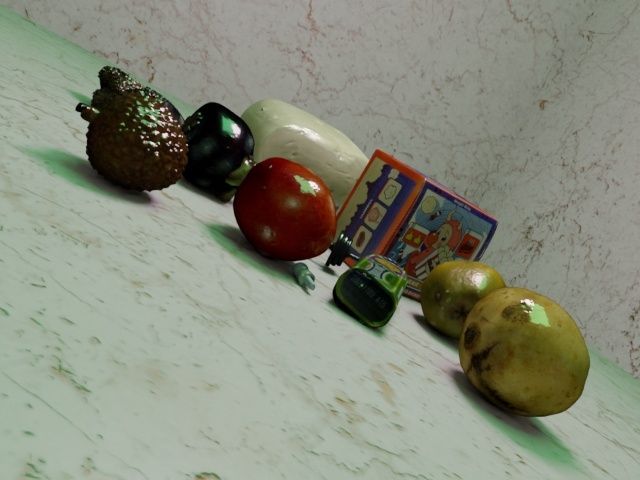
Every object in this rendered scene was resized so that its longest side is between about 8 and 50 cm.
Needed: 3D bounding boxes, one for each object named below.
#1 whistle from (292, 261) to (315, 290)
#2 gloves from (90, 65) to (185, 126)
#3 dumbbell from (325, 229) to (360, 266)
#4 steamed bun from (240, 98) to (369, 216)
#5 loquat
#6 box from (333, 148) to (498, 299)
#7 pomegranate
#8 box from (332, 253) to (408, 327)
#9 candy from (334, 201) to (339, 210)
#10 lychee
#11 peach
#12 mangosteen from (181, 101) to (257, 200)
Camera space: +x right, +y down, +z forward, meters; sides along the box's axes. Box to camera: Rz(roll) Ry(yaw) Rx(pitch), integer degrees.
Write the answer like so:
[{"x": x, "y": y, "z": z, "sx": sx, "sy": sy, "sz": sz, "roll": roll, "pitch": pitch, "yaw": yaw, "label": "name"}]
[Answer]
[{"x": -0.032, "y": 0.072, "z": 1.280, "sx": 0.035, "sy": 0.035, "sz": 0.100, "roll": 25, "pitch": 12, "yaw": -30, "label": "whistle"}, {"x": -0.539, "y": -0.396, "z": 1.839, "sx": 0.312, "sy": 0.135, "sz": 0.210, "roll": 37, "pitch": 11, "yaw": 33, "label": "gloves"}, {"x": 0.000, "y": 0.000, "z": 1.530, "sx": 0.209, "sy": 0.099, "sz": 0.099, "roll": 26, "pitch": 10, "yaw": 1, "label": "dumbbell"}, {"x": -0.058, "y": -0.246, "z": 2.086, "sx": 0.456, "sy": 0.289, "sz": 0.371, "roll": 22, "pitch": 18, "yaw": -31, "label": "steamed bun"}, {"x": 0.360, "y": 0.143, "z": 1.578, "sx": 0.214, "sy": 0.213, "sz": 0.246, "roll": 31, "pitch": 16, "yaw": 5, "label": "loquat"}, {"x": 0.261, "y": -0.027, "z": 1.809, "sx": 0.349, "sy": 0.318, "sz": 0.257, "roll": 24, "pitch": 11, "yaw": -39, "label": "box"}, {"x": 0.396, "y": 0.214, "z": 1.243, "sx": 0.261, "sy": 0.260, "sz": 0.260, "roll": 30, "pitch": 10, "yaw": -6, "label": "pomegranate"}, {"x": 0.121, "y": 0.100, "z": 1.408, "sx": 0.134, "sy": 0.097, "sz": 0.345, "roll": 32, "pitch": 10, "yaw": 8, "label": "box"}, {"x": -0.058, "y": -0.090, "z": 1.726, "sx": 0.195, "sy": 0.137, "sz": 0.185, "roll": 35, "pitch": 10, "yaw": 11, "label": "candy"}, {"x": -0.358, "y": -0.191, "z": 1.202, "sx": 0.238, "sy": 0.200, "sz": 0.200, "roll": 38, "pitch": 3, "yaw": -39, "label": "lychee"}, {"x": -0.071, "y": -0.054, "z": 1.337, "sx": 0.243, "sy": 0.200, "sz": 0.243, "roll": 50, "pitch": -10, "yaw": 12, "label": "peach"}, {"x": -0.260, "y": -0.221, "z": 1.608, "sx": 0.243, "sy": 0.242, "sz": 0.243, "roll": 30, "pitch": 10, "yaw": -6, "label": "mangosteen"}]
